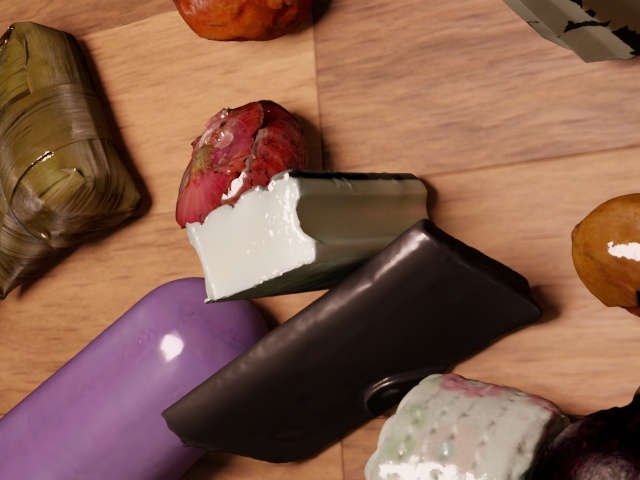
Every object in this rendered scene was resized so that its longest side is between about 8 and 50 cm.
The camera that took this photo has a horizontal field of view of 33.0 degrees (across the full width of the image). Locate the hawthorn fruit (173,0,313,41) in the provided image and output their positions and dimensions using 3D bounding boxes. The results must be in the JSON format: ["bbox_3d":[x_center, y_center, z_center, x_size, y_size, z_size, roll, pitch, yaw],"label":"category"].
[{"bbox_3d":[-0.082,-0.295,1.184,0.173,0.173,0.179,60,146,20],"label":"hawthorn fruit"}]

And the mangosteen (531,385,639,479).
[{"bbox_3d":[0.307,0.238,0.853,0.287,0.287,0.233,11,122,35],"label":"mangosteen"}]

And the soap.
[{"bbox_3d":[0.000,0.000,1.049,0.150,0.261,0.094,-27,78,32],"label":"soap"}]

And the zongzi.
[{"bbox_3d":[-0.384,-0.095,1.406,0.300,0.138,0.286,-41,63,37],"label":"zongzi"}]

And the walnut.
[{"bbox_3d":[0.315,0.021,0.926,0.207,0.116,0.116,12,96,27],"label":"walnut"}]

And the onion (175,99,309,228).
[{"bbox_3d":[-0.076,-0.060,1.187,0.184,0.147,0.184,-38,26,22],"label":"onion"}]

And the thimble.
[{"bbox_3d":[0.140,0.223,1.002,0.149,0.185,0.211,13,56,30],"label":"thimble"}]

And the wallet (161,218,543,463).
[{"bbox_3d":[0.027,0.120,1.071,0.377,0.197,0.051,-36,46,28],"label":"wallet"}]

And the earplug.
[{"bbox_3d":[-0.237,0.214,1.251,0.456,0.215,0.215,-43,66,23],"label":"earplug"}]

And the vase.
[{"bbox_3d":[0.183,-0.241,0.861,0.165,0.360,0.165,-1,89,35],"label":"vase"}]
